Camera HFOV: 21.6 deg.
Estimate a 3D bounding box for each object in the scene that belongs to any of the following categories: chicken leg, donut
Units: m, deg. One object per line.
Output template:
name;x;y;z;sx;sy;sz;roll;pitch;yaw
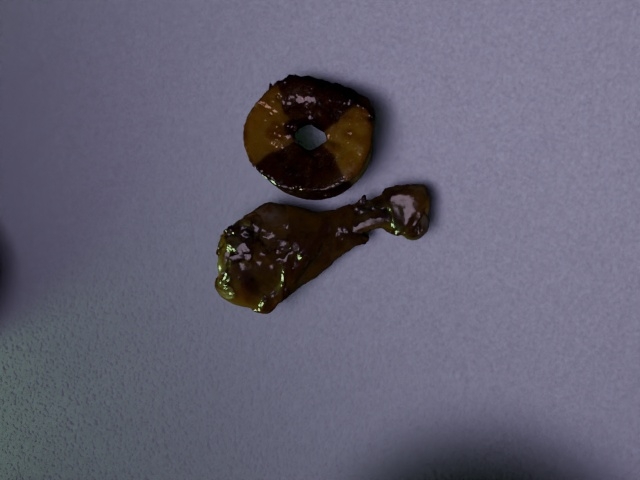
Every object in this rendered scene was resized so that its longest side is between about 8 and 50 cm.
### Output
chicken leg;0.000;-0.002;1.778;0.251;0.087;0.107;-18;111;10
donut;-0.007;-0.105;1.751;0.140;0.059;0.140;-3;70;9
